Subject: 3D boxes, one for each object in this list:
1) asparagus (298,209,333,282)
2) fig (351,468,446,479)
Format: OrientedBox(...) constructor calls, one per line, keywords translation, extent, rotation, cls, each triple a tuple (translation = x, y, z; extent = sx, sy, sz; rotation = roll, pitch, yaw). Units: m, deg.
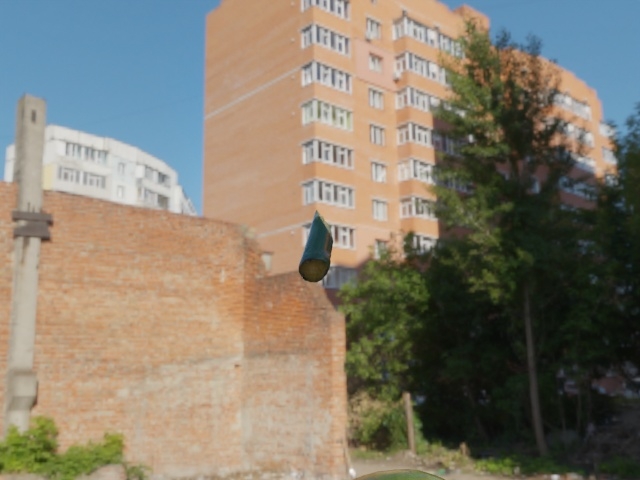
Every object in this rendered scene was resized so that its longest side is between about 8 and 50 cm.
OrientedBox(translation=(0.000, 0.000, 1.005), extent=(0.041, 0.045, 0.178), rotation=(9, 28, 2), cls="asparagus")
OrientedBox(translation=(0.123, 0.539, 1.126), extent=(0.316, 0.316, 0.316), rotation=(-1, -12, 0), cls="fig")
